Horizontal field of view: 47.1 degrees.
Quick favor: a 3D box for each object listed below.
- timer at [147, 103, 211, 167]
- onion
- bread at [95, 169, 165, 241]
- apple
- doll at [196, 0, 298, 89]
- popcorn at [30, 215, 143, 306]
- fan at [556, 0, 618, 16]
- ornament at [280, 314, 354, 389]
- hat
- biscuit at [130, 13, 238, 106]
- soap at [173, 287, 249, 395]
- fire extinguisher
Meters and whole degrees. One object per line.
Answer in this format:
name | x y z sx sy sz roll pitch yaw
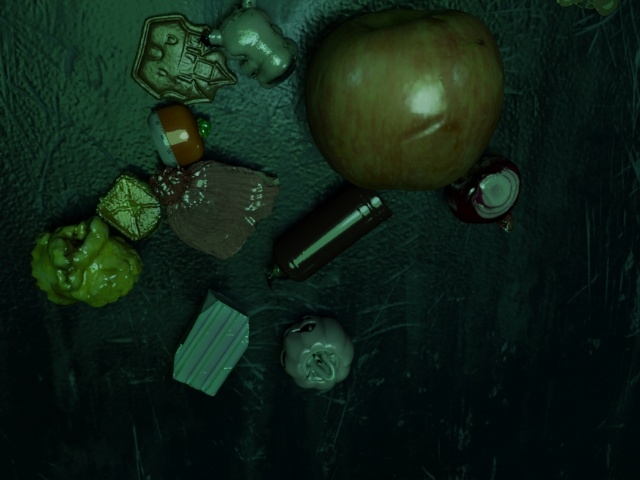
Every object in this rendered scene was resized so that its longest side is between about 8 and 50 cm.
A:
timer | -0.291 -0.225 1.549 0.136 0.099 0.136 -9 117 -17
onion | 0.377 -0.103 1.681 0.173 0.135 0.198 -36 126 3
bread | -0.404 -0.075 1.600 0.140 0.069 0.128 34 102 -15
apple | 0.159 -0.271 1.443 0.391 0.391 0.346 -6 113 -6
doll | -0.135 -0.401 1.499 0.192 0.095 0.149 38 91 -17
popcorn | -0.497 0.038 1.569 0.226 0.200 0.203 25 121 27
fan | 0.598 -0.606 1.577 0.152 0.008 0.226 7 110 -10
ornament | -0.007 0.269 1.738 0.177 0.177 0.177 -3 111 -7
hat | -0.247 -0.087 1.596 0.286 0.107 0.236 23 107 -40
biscuit | -0.274 -0.367 1.527 0.215 0.034 0.182 16 108 -14
soap | -0.255 0.234 1.729 0.145 0.091 0.230 30 103 -20
fire extinguisher | 0.000 0.000 1.669 0.337 0.114 0.135 -36 155 6
